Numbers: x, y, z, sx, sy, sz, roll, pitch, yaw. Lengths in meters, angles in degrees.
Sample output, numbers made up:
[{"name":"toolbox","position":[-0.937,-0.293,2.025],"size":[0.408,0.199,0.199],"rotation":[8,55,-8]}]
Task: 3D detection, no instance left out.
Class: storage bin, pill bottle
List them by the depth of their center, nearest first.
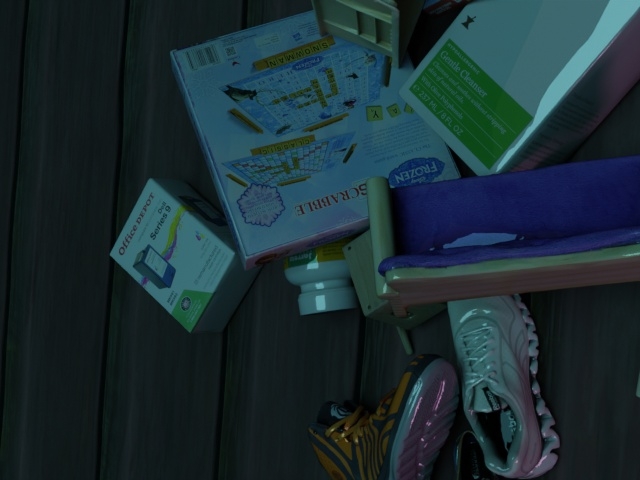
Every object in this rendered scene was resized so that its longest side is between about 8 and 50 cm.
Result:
[{"name":"storage bin","position":[0.093,-0.395,1.401],"size":[0.123,0.260,0.262],"rotation":[22,85,6]},{"name":"pill bottle","position":[0.000,0.000,1.577],"size":[0.117,0.117,0.209],"rotation":[-11,83,31]}]

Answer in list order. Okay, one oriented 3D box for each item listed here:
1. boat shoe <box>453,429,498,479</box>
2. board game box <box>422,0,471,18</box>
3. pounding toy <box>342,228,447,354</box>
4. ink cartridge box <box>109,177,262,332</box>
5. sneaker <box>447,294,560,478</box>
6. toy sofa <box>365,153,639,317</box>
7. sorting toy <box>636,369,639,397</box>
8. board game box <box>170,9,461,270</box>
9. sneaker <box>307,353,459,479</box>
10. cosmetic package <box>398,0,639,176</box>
[{"name":"boat shoe","position":[0.206,0.335,1.430],"size":[0.066,0.066,0.183],"rotation":[-17,57,5]},{"name":"board game box","position":[0.223,-0.425,1.401],"size":[0.145,0.027,0.281],"rotation":[-15,50,60]},{"name":"pounding toy","position":[0.104,0.070,1.515],"size":[0.100,0.141,0.130],"rotation":[-34,57,26]},{"name":"ink cartridge box","position":[-0.211,0.022,1.724],"size":[0.212,0.093,0.154],"rotation":[41,110,28]},{"name":"sneaker","position":[0.227,0.170,1.432],"size":[0.110,0.118,0.292],"rotation":[-24,74,31]},{"name":"toy sofa","position":[0.238,-0.019,1.259],"size":[0.362,0.177,0.150],"rotation":[-7,71,9]},{"name":"sorting toy","position":[0.429,0.161,1.365],"size":[0.062,0.012,0.083],"rotation":[11,95,32]},{"name":"board game box","position":[-0.007,-0.157,1.511],"size":[0.318,0.066,0.318],"rotation":[-18,75,-10]},{"name":"sneaker","position":[0.069,0.252,1.478],"size":[0.180,0.124,0.321],"rotation":[36,130,30]},{"name":"cosmetic package","position":[0.299,-0.257,1.378],"size":[0.197,0.155,0.366],"rotation":[48,113,27]}]
